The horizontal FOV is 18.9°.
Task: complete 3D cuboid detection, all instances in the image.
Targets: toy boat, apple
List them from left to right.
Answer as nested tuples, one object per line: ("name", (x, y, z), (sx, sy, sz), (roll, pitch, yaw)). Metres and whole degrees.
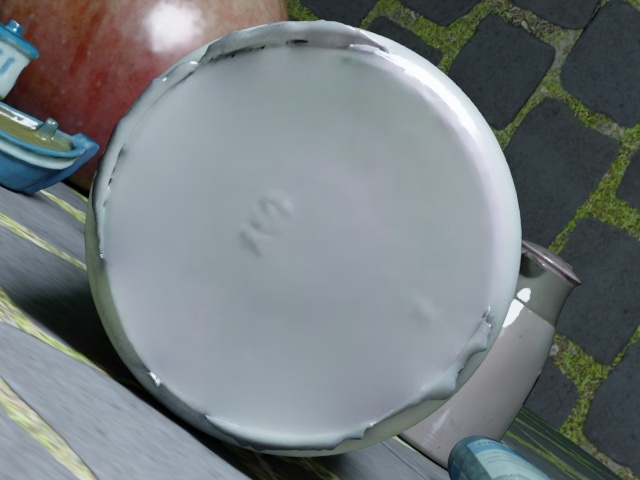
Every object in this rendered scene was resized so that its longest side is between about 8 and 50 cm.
("toy boat", (-0.233, -0.104, 1.336), (0.215, 0.102, 0.088), (34, 4, -46))
("apple", (-0.175, -0.182, 1.760), (0.345, 0.269, 0.345), (34, 3, -2))

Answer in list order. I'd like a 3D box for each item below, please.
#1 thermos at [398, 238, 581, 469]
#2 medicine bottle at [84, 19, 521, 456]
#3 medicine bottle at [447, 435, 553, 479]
("thermos", (0.140, 0.091, 1.574), (0.105, 0.193, 0.137), (35, 1, 28))
("medicine bottle", (0.000, 0.000, 1.083), (0.213, 0.213, 0.378), (35, 1, 2))
("medicine bottle", (0.140, 0.186, 1.292), (0.090, 0.054, 0.208), (36, 3, -9))
